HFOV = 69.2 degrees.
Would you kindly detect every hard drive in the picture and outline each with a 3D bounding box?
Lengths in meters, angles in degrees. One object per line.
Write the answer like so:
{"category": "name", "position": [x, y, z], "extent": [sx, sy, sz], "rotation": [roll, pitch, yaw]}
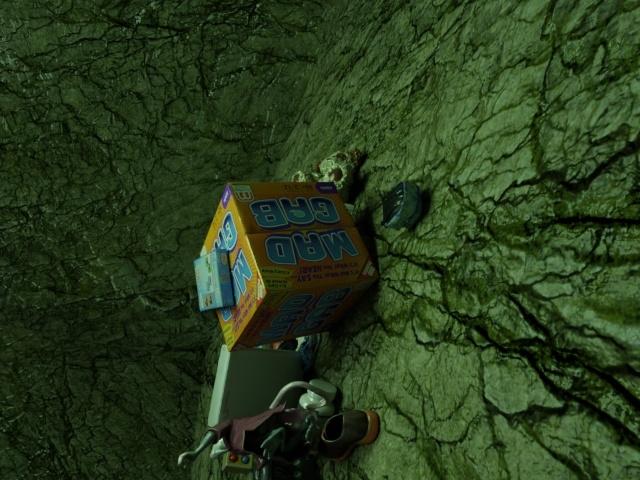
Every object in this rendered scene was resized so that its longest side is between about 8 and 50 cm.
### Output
{"category": "hard drive", "position": [-0.188, 0.466, 1.490], "extent": [0.047, 0.353, 0.233], "rotation": [-1, 76, 40]}

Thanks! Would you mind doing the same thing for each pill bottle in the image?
{"category": "pill bottle", "position": [-0.018, 0.498, 1.323], "extent": [0.108, 0.107, 0.180], "rotation": [-154, 81, -72]}

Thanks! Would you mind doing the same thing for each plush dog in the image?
{"category": "plush dog", "position": [0.057, -0.230, 1.684], "extent": [0.262, 0.210, 0.226], "rotation": [-3, 54, 42]}

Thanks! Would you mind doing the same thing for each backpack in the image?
{"category": "backpack", "position": [0.212, -0.090, 1.175], "extent": [0.114, 0.084, 0.105], "rotation": [124, 155, -56]}

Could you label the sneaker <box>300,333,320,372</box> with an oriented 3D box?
{"category": "sneaker", "position": [-0.046, 0.381, 1.589], "extent": [0.053, 0.059, 0.144], "rotation": [-155, 80, -71]}

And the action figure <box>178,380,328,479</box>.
{"category": "action figure", "position": [-0.192, 0.510, 1.241], "extent": [0.370, 0.248, 0.276], "rotation": [-27, 33, 46]}

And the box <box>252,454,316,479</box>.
{"category": "box", "position": [-0.101, 0.736, 1.306], "extent": [0.270, 0.143, 0.165], "rotation": [-102, 35, -57]}

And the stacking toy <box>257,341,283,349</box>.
{"category": "stacking toy", "position": [-0.216, 0.424, 1.947], "extent": [0.309, 0.130, 0.280], "rotation": [168, 116, -70]}

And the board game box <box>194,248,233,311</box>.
{"category": "board game box", "position": [-0.315, 0.120, 1.353], "extent": [0.211, 0.039, 0.160], "rotation": [-20, 77, 57]}

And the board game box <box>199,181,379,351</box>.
{"category": "board game box", "position": [-0.114, 0.072, 1.400], "extent": [0.356, 0.356, 0.356], "rotation": [-55, 50, 46]}

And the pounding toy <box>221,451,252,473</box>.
{"category": "pounding toy", "position": [-0.351, 0.887, 1.952], "extent": [0.141, 0.130, 0.100], "rotation": [-92, 25, -44]}

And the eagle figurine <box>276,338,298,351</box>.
{"category": "eagle figurine", "position": [-0.193, 0.481, 1.681], "extent": [0.225, 0.226, 0.299], "rotation": [-4, 95, 44]}

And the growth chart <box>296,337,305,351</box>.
{"category": "growth chart", "position": [-0.072, 0.322, 1.779], "extent": [0.172, 0.021, 0.237], "rotation": [126, 154, -46]}

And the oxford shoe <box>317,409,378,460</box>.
{"category": "oxford shoe", "position": [0.040, 0.485, 1.170], "extent": [0.271, 0.098, 0.097], "rotation": [124, 155, -43]}
